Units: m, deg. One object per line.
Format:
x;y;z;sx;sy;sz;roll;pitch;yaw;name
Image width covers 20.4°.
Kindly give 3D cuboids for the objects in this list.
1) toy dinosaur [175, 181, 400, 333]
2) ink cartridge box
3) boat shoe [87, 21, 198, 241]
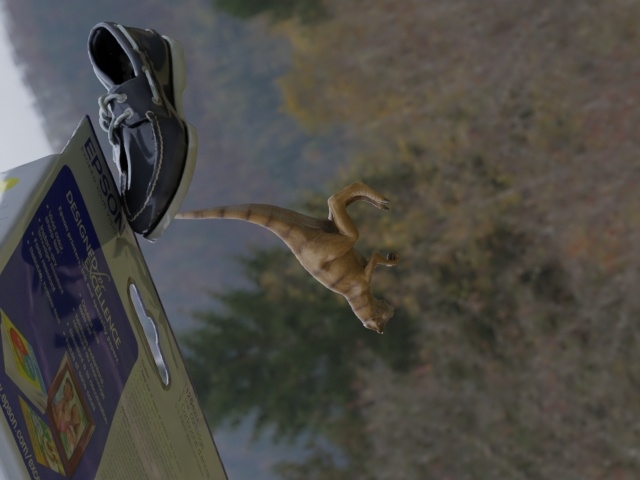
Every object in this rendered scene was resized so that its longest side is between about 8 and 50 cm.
0.000;0.000;1.410;0.211;0.112;0.064;38;177;-25;toy dinosaur
-0.153;0.118;1.097;0.307;0.072;0.303;-80;-27;-65;ink cartridge box
-0.129;-0.078;1.206;0.065;0.075;0.206;24;-146;-26;boat shoe
